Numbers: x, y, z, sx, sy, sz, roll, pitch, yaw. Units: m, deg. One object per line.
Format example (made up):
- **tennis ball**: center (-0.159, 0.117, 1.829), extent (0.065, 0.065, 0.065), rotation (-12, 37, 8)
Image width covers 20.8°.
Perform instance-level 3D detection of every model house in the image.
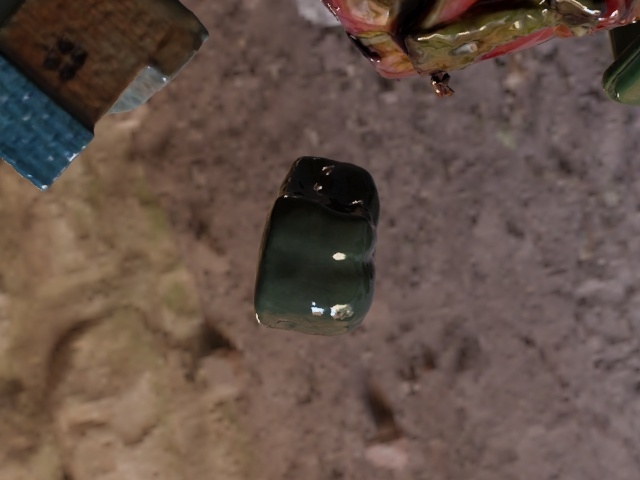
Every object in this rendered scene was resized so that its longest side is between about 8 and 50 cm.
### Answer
- **model house**: center (-0.320, -0.154, 1.648), extent (0.267, 0.325, 0.194), rotation (42, 148, -16)

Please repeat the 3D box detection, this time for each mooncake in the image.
- **mooncake**: center (0.000, 0.000, 1.493), extent (0.168, 0.104, 0.175), rotation (89, -172, -51)

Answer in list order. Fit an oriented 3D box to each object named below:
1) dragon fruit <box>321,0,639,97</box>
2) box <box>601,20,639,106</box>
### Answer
- **dragon fruit**: center (0.115, -0.236, 0.775), extent (0.314, 0.263, 0.296), rotation (-53, -56, -70)
- **box**: center (0.416, -0.243, 1.549), extent (0.253, 0.329, 0.177), rotation (-47, 52, 56)
